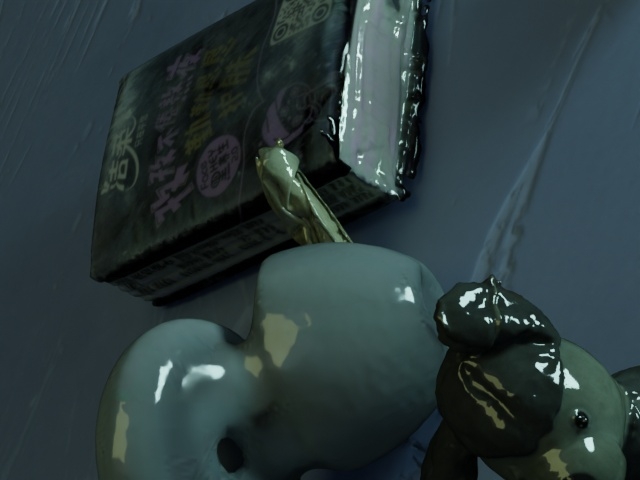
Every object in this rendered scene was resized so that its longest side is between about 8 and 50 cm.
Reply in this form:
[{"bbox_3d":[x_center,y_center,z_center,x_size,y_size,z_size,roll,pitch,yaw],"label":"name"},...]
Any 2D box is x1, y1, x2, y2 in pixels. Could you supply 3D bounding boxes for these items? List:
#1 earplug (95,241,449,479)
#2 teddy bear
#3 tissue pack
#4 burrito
[{"bbox_3d":[-0.033,0.128,1.366,0.325,0.214,0.175,-39,25,-23],"label":"earplug"},{"bbox_3d":[0.159,0.143,1.158,0.171,0.251,0.144,-60,32,26],"label":"teddy bear"},{"bbox_3d":[-0.065,-0.106,1.680,0.361,0.122,0.259,-25,47,41],"label":"tissue pack"},{"bbox_3d":[0.000,0.000,1.501,0.041,0.185,0.045,-35,-1,-38],"label":"burrito"}]
